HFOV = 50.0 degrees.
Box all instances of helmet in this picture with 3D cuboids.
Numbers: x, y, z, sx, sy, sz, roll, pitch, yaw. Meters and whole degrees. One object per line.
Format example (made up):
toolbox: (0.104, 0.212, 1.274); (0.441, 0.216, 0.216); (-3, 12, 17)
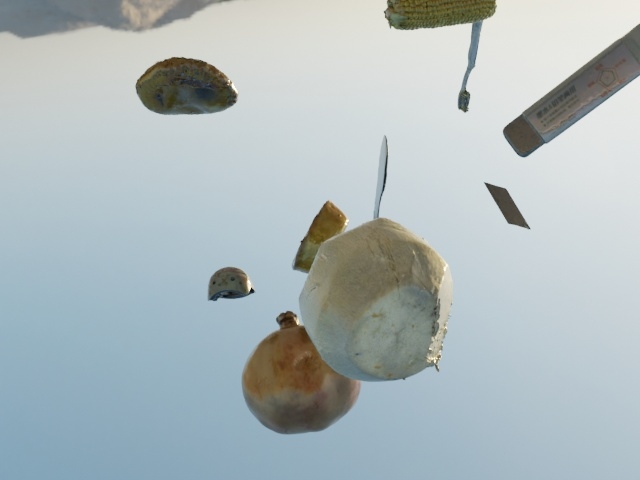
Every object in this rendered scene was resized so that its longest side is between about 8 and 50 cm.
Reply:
helmet: (-0.301, 0.141, 2.286); (0.153, 0.107, 0.177); (-13, 173, 7)

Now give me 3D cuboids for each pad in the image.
pad: (0.614, -0.115, 2.259); (0.116, 0.004, 0.193); (11, -136, -34)

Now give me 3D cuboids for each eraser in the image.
eraser: (0.541, -0.306, 1.423); (0.352, 0.089, 0.061); (-37, -178, 19)

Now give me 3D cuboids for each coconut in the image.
coconut: (0.125, 0.125, 1.541); (0.346, 0.347, 0.360); (-13, -157, -10)

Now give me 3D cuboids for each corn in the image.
corn: (0.278, -0.538, 1.590); (0.259, 0.091, 0.091); (-6, -164, -9)

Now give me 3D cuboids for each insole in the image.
insole: (0.156, -0.136, 1.783); (0.009, 0.349, 0.119); (0, -130, -2)

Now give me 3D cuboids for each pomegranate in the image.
pomegranate: (-0.057, 0.424, 2.239); (0.411, 0.412, 0.411); (-9, -160, 3)

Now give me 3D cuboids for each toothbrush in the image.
toothbrush: (0.455, -0.568, 2.042); (0.035, 0.414, 0.042); (-23, -134, -26)

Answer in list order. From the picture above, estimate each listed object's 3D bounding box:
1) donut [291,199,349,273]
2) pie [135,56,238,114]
donut: (0.000, 0.000, 2.260); (0.108, 0.278, 0.277); (31, -154, 0)
pie: (-0.354, -0.403, 1.837); (0.273, 0.069, 0.273); (-6, 162, -2)
